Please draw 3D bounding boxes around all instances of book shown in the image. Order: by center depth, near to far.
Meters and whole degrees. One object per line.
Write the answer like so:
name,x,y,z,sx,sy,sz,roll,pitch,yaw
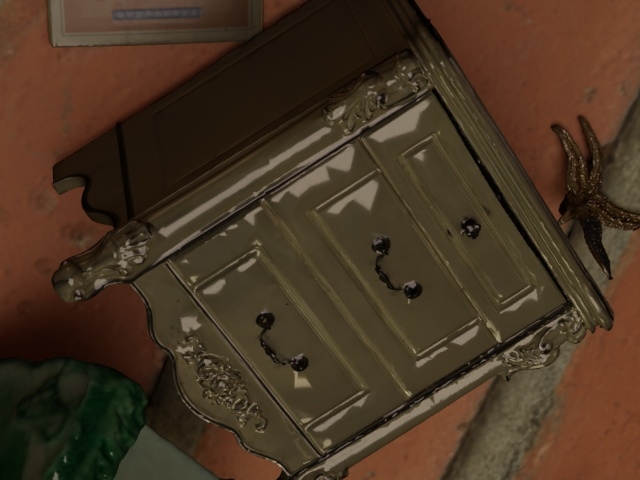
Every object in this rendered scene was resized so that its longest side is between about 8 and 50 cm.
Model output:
book,-0.126,-0.266,1.222,0.170,0.018,0.242,-4,114,-9

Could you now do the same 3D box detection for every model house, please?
model house,-0.171,0.249,1.297,0.325,0.267,0.194,39,62,-34

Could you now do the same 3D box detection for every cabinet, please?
cabinet,0.000,0.000,1.238,0.318,0.227,0.290,-32,119,6

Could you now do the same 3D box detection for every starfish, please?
starfish,0.236,-0.026,1.375,0.130,0.041,0.133,22,66,-38
